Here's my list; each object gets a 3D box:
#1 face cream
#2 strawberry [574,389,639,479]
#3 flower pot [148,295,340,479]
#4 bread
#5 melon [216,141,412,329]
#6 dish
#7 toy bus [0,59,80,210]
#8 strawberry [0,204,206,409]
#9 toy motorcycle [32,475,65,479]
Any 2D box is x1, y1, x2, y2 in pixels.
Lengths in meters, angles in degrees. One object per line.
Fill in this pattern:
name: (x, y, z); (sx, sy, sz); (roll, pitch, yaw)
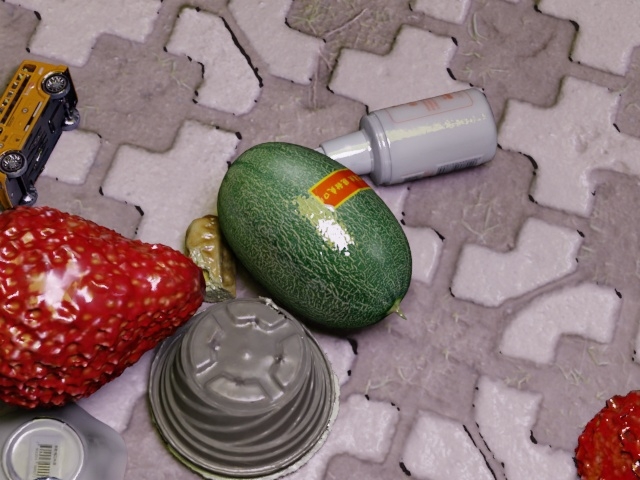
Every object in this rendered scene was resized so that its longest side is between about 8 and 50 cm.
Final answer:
face cream: (0.096, -0.124, 2.031); (0.251, 0.101, 0.101); (-13, 65, -12)
strawberry: (0.410, 0.278, 1.849); (0.190, 0.111, 0.236); (-7, 65, -12)
flower pot: (-0.088, 0.157, 1.849); (0.235, 0.140, 0.235); (3, 61, -6)
bread: (-0.137, 0.019, 1.959); (0.066, 0.060, 0.110); (6, 62, -19)
melon: (0.000, 0.000, 1.913); (0.287, 0.182, 0.182); (44, 67, 9)
dish: (-0.316, 0.259, 1.815); (0.190, 0.066, 0.191); (2, 63, -4)
toy bus: (-0.379, -0.134, 2.002); (0.088, 0.083, 0.194); (15, 59, 13)
strawberry: (-0.289, 0.084, 1.792); (0.257, 0.261, 0.261); (26, 64, 11)
toy motorcycle: (-0.228, 0.372, 1.738); (0.239, 0.108, 0.204); (8, 78, -4)
